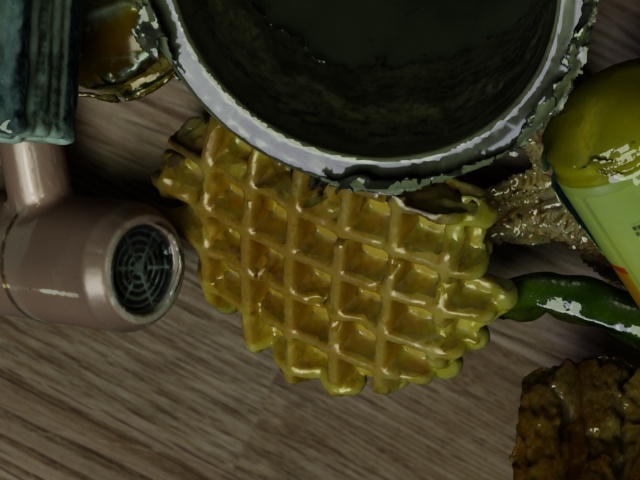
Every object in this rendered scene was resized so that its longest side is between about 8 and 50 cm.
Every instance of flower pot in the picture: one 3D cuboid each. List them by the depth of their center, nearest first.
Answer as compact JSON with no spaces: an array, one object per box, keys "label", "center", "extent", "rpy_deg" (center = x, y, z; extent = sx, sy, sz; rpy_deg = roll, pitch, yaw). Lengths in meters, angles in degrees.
[{"label":"flower pot","center":[0.054,-0.206,1.090],"extent":[0.290,0.259,0.290],"rpy_deg":[9,121,15]}]

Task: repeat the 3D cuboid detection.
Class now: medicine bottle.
[{"label":"medicine bottle","center":[0.242,-0.011,1.145],"extent":[0.124,0.124,0.239],"rpy_deg":[-25,114,30]}]

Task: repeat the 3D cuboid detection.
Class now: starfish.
[{"label":"starfish","center":[0.228,-0.035,1.250],"extent":[0.302,0.060,0.299],"rpy_deg":[42,128,-16]}]

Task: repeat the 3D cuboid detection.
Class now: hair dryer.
[{"label":"hair dryer","center":[-0.222,-0.098,1.344],"extent":[0.189,0.107,0.344],"rpy_deg":[6,113,39]}]

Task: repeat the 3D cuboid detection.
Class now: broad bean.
[{"label":"broad bean","center":[0.209,0.054,1.265],"extent":[0.195,0.046,0.061],"rpy_deg":[11,158,22]}]

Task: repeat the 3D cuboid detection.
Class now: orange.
[{"label":"orange","center":[-0.147,-0.185,1.266],"extent":[0.170,0.112,0.160],"rpy_deg":[-21,100,6]}]

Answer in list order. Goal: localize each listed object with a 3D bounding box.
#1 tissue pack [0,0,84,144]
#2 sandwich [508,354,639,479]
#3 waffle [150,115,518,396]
[{"label":"tissue pack","center":[-0.272,-0.227,1.202],"extent":[0.228,0.103,0.315],"rpy_deg":[4,90,23]},{"label":"sandwich","center":[0.205,0.281,1.308],"extent":[0.131,0.262,0.325],"rpy_deg":[2,143,7]},{"label":"waffle","center":[0.000,0.001,1.315],"extent":[0.309,0.065,0.283],"rpy_deg":[-25,101,44]}]
